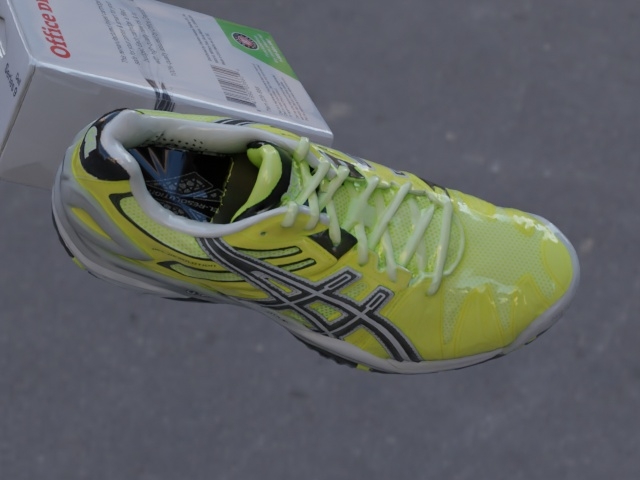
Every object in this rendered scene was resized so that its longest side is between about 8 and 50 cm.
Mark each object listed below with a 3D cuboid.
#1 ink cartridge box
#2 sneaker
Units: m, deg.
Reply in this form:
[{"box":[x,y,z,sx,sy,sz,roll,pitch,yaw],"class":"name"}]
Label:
[{"box":[-0.164,-0.127,1.696,0.289,0.121,0.211,13,28,-28],"class":"ink cartridge box"},{"box":[0.000,0.000,1.338,0.385,0.147,0.145,9,71,-6],"class":"sneaker"}]
